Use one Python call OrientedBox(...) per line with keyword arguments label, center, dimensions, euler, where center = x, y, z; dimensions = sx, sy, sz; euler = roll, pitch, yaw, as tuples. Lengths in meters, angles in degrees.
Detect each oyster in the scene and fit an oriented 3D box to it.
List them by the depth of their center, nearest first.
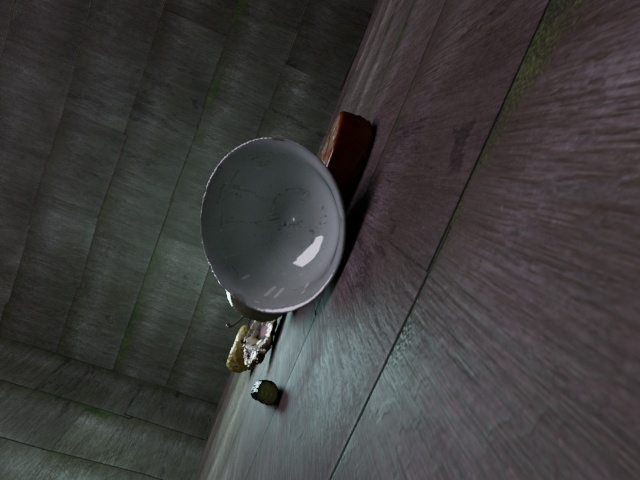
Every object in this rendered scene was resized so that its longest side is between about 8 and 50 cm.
OrientedBox(label="oyster", center=(-0.212, 0.350, 1.618), dimensions=(0.201, 0.107, 0.355), euler=(-9, 47, 48))

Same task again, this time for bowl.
OrientedBox(label="bowl", center=(-0.092, -0.040, 1.073), dimensions=(0.196, 0.434, 0.435), euler=(-11, -52, -63))

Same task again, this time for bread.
OrientedBox(label="bread", center=(0.050, -0.224, 1.236), dimensions=(0.295, 0.114, 0.328), euler=(-91, 24, -69))
OrientedBox(label="bread", center=(-0.377, 0.549, 2.027), dimensions=(0.244, 0.134, 0.245), euler=(-161, 90, -84))

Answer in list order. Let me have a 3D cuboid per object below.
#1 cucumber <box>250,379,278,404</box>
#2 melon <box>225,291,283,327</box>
OrientedBox(label="cucumber", center=(-0.168, 0.440, 1.179), dimensions=(0.293, 0.067, 0.068), euler=(126, 163, -66))
OrientedBox(label="melon", center=(-0.192, 0.146, 1.425), dimensions=(0.308, 0.271, 0.272), euler=(-46, 18, 24))
